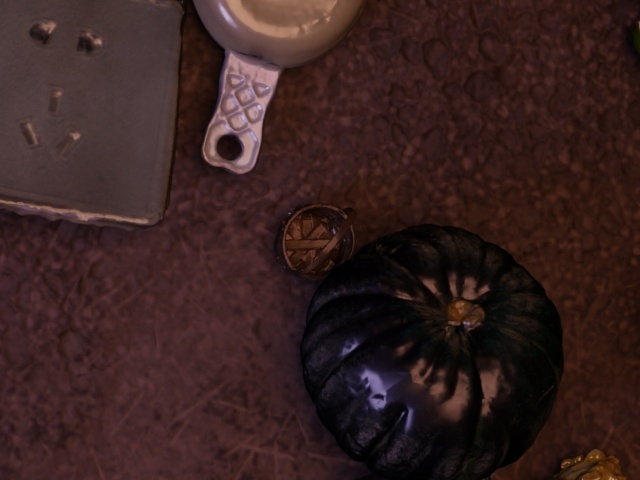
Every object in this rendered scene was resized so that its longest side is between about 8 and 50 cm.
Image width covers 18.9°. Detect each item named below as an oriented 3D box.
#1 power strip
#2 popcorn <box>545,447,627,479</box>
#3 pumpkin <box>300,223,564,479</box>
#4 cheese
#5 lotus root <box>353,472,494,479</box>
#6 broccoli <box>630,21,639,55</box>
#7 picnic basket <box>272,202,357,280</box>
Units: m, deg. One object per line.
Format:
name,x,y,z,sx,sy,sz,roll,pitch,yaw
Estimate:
power strip,-0.212,-0.110,1.546,0.198,0.064,0.213,12,70,-14
popcorn,0.225,0.217,1.655,0.082,0.083,0.057,-38,105,-47
pumpkin,0.091,0.093,1.566,0.220,0.162,0.220,10,54,-14
cheese,-0.028,-0.180,1.602,0.163,0.071,0.249,-4,88,-17
lotus root,0.072,0.229,1.602,0.165,0.088,0.088,-14,91,-23
broccoli,0.399,-0.247,1.653,0.321,0.304,0.283,26,110,-11
picnic basket,0.000,0.000,1.593,0.072,0.083,0.072,1,88,-17
